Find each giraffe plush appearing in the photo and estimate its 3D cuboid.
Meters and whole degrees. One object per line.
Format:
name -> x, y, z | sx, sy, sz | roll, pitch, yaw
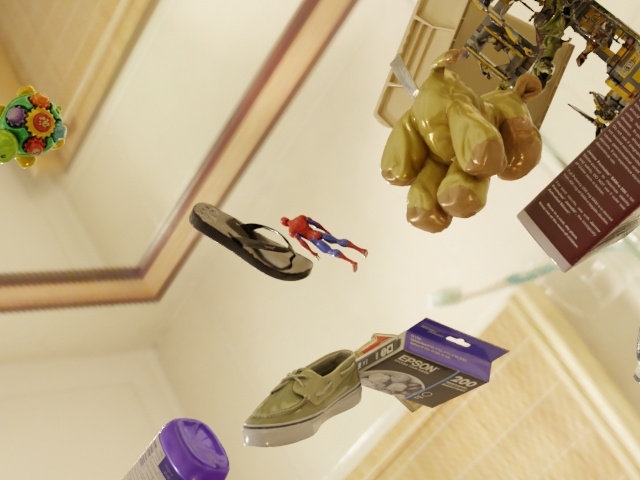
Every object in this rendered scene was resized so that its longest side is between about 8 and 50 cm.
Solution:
giraffe plush -> 0.182, -0.120, 1.274 | 0.171, 0.181, 0.210 | 1, -112, -37

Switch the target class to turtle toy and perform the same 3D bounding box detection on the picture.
turtle toy -> -0.386, -0.143, 1.423 | 0.130, 0.066, 0.095 | -41, -67, -32

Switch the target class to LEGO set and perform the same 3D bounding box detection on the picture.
LEGO set -> 0.309, -0.238, 1.467 | 0.331, 0.192, 0.255 | 38, -160, 2

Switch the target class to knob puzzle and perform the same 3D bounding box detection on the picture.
knob puzzle -> 0.181, 0.252, 2.243 | 0.213, 0.030, 0.213 | 21, -146, -15

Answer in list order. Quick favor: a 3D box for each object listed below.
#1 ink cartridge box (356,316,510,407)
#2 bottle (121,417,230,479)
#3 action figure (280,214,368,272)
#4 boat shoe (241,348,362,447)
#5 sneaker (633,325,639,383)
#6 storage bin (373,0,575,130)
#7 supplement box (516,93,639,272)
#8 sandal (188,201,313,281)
ink cartridge box -> 0.191, 0.220, 1.917 | 0.206, 0.208, 0.045 | 22, -131, -31
bottle -> -0.245, 0.385, 1.567 | 0.092, 0.283, 0.118 | 18, -154, -46
action figure -> 0.000, 0.000, 1.313 | 0.115, 0.030, 0.038 | 30, -111, 17
boat shoe -> -0.032, 0.256, 1.790 | 0.302, 0.109, 0.094 | -20, -74, -58
sneaker -> 0.524, 0.100, 1.585 | 0.112, 0.131, 0.319 | 8, -158, 17
storage bin -> 0.258, -0.265, 1.838 | 0.262, 0.260, 0.123 | 15, -168, -37
supplement box -> 0.294, -0.081, 0.946 | 0.130, 0.239, 0.073 | -23, -111, -46
sandal -> -0.125, -0.001, 2.041 | 0.255, 0.054, 0.097 | 28, -151, -8
